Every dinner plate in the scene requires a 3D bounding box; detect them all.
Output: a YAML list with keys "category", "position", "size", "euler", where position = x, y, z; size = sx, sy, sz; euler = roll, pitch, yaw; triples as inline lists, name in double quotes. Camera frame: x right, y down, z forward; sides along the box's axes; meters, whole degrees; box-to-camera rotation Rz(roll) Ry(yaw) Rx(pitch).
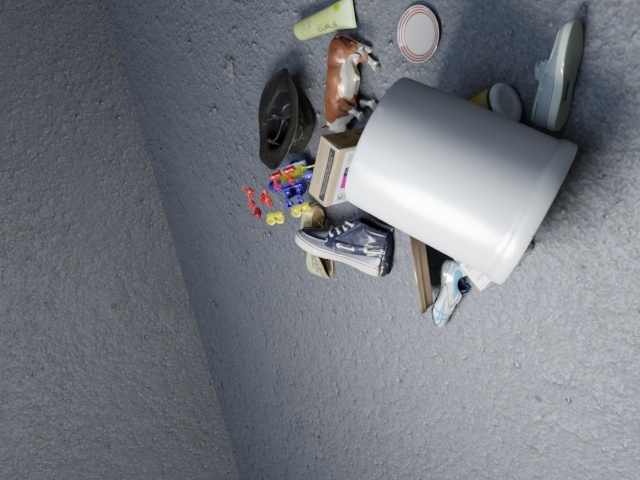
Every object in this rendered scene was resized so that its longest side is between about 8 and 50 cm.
- category: "dinner plate"
  position: [0.255, -0.533, 1.486]
  size: [0.141, 0.017, 0.141]
  euler: [28, 127, 45]

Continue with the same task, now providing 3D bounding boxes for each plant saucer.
- category: "plant saucer"
  position: [0.273, 0.060, 1.576]
  size: [0.278, 0.041, 0.278]
  euler: [-9, -90, -81]

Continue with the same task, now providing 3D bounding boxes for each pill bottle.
- category: "pill bottle"
  position: [0.374, -0.288, 1.359]
  size: [0.184, 0.103, 0.103]
  euler: [-23, 86, 54]

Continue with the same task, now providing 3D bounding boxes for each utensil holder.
- category: "utensil holder"
  position: [0.289, -0.133, 1.241]
  size: [0.385, 0.327, 0.328]
  euler: [27, 130, 14]

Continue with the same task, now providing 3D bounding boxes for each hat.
- category: "hat"
  position: [-0.096, -0.392, 1.902]
  size: [0.331, 0.133, 0.332]
  euler: [-13, 75, 62]

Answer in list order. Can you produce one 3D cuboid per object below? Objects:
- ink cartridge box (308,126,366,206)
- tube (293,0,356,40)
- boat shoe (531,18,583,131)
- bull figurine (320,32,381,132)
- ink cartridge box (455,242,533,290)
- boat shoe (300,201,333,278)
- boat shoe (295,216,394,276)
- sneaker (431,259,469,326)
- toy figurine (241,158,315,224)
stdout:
- category: "ink cartridge box"
  position: [0.096, -0.217, 1.654]
  size: [0.088, 0.234, 0.193]
  euler: [44, 137, 35]
- category: "tube"
  position: [0.015, -0.659, 1.722]
  size: [0.240, 0.062, 0.070]
  euler: [4, 148, 48]
- category: "boat shoe"
  position: [0.485, -0.344, 1.204]
  size: [0.081, 0.079, 0.228]
  euler: [27, 129, 40]
- category: "bull figurine"
  position: [0.079, -0.443, 1.696]
  size: [0.188, 0.101, 0.311]
  euler: [24, 126, 42]
- category: "ink cartridge box"
  position: [0.403, -0.007, 1.458]
  size: [0.218, 0.092, 0.159]
  euler: [53, 141, 22]
- category: "boat shoe"
  position: [0.000, 0.000, 2.011]
  size: [0.089, 0.104, 0.286]
  euler: [24, 134, 41]
- category: "boat shoe"
  position: [0.080, -0.018, 1.824]
  size: [0.340, 0.127, 0.158]
  euler: [19, 117, 20]
- category: "sneaker"
  position: [0.363, 0.158, 1.602]
  size: [0.086, 0.085, 0.237]
  euler: [17, 130, 18]
- category: "toy figurine"
  position: [-0.071, -0.226, 1.915]
  size: [0.217, 0.362, 0.191]
  euler: [-91, -23, -47]
